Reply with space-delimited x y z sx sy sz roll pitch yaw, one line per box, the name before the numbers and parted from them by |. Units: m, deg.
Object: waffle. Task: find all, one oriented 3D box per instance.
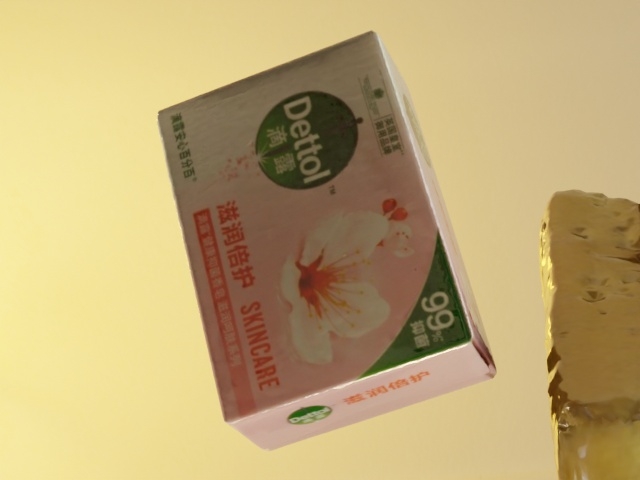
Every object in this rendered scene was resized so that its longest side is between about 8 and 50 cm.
waffle | 0.141 0.156 0.520 0.098 0.327 0.224 -4 -159 10

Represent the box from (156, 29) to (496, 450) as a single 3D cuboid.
box | 0.000 0.000 0.484 0.089 0.043 0.125 -21 -115 9
